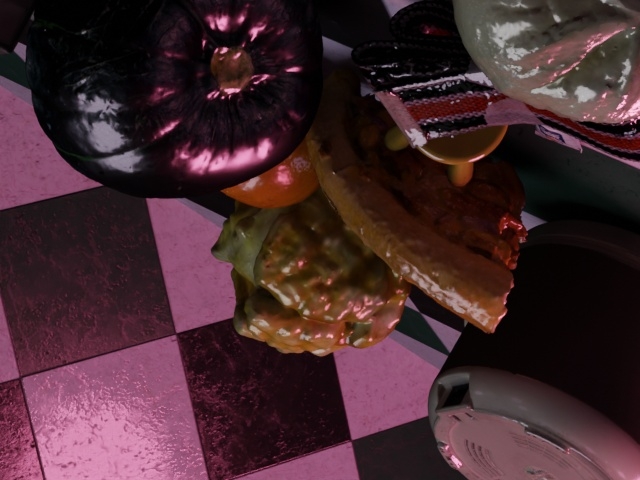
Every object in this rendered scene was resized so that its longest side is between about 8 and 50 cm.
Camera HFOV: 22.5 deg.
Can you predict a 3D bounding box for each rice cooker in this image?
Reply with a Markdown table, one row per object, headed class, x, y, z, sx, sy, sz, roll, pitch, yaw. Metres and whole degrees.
| class | x | y | z | sx | sy | sz | roll | pitch | yaw |
| --- | --- | --- | --- | --- | --- | --- | --- | --- | --- |
| rice cooker | 0.319 | 0.156 | 1.943 | 0.335 | 0.325 | 0.335 | 25 | 154 | 13 |

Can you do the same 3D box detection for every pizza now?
| class | x | y | z | sx | sy | sz | roll | pitch | yaw |
| --- | --- | --- | --- | --- | --- | --- | --- | --- | --- |
| pizza | 0.121 | -0.051 | 1.806 | 0.278 | 0.114 | 0.409 | 10 | -142 | -34 |

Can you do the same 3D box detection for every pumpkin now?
| class | x | y | z | sx | sy | sz | roll | pitch | yaw |
| --- | --- | --- | --- | --- | --- | --- | --- | --- | --- |
| pumpkin | -0.156 | -0.187 | 1.646 | 0.238 | 0.315 | 0.315 | 30 | 173 | 45 |

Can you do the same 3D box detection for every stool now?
| class | x | y | z | sx | sy | sz | roll | pitch | yaw |
| --- | --- | --- | --- | --- | --- | --- | --- | --- | --- |
| stool | 0.134 | -0.127 | 1.680 | 0.135 | 0.134 | 0.110 | -15 | 173 | -3 |

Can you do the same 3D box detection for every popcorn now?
| class | x | y | z | sx | sy | sz | roll | pitch | yaw |
| --- | --- | --- | --- | --- | --- | --- | --- | --- | --- |
| popcorn | 0.004 | -0.008 | 2.159 | 0.274 | 0.335 | 0.279 | 19 | 160 | 0 |

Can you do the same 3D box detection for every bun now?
| class | x | y | z | sx | sy | sz | roll | pitch | yaw |
| --- | --- | --- | --- | --- | --- | --- | --- | --- | --- |
| bun | 0.186 | -0.169 | 1.060 | 0.195 | 0.195 | 0.118 | 35 | 171 | -27 |

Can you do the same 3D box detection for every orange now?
| class | x | y | z | sx | sy | sz | roll | pitch | yaw |
| --- | --- | --- | --- | --- | --- | --- | --- | --- | --- |
| orange | -0.084 | -0.150 | 1.965 | 0.240 | 0.171 | 0.240 | 36 | -166 | -10 |

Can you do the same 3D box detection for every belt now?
| class | x | y | z | sx | sy | sz | roll | pitch | yaw |
| --- | --- | --- | --- | --- | --- | --- | --- | --- | --- |
| belt | 0.186 | -0.144 | 1.447 | 0.360 | 0.126 | 0.094 | 12 | 151 | 43 |

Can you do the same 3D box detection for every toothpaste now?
| class | x | y | z | sx | sy | sz | roll | pitch | yaw |
| --- | --- | --- | --- | --- | --- | --- | --- | --- | --- |
| toothpaste | 0.233 | -0.127 | 1.616 | 0.056 | 0.036 | 0.205 | 28 | 174 | 16 |

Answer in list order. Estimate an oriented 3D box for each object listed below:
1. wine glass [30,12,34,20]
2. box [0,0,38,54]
| class | x | y | z | sx | sy | sz | roll | pitch | yaw |
| --- | --- | --- | --- | --- | --- | --- | --- | --- | --- |
| wine glass | -0.255 | -0.291 | 1.887 | 0.321 | 0.143 | 0.143 | 23 | 168 | 38 |
| box | -0.364 | -0.336 | 1.661 | 0.188 | 0.252 | 0.153 | 34 | 164 | -32 |
